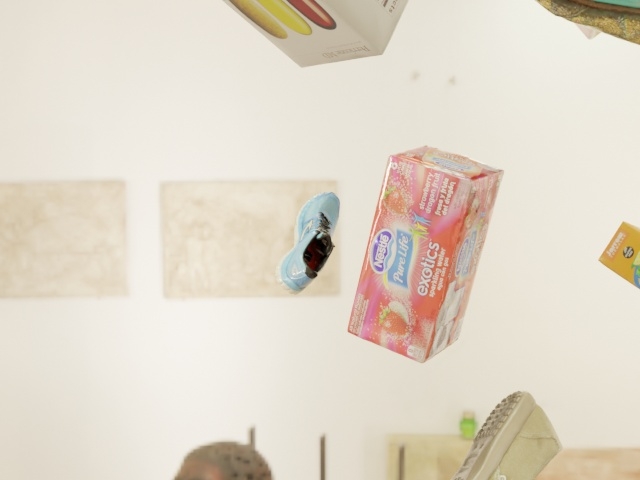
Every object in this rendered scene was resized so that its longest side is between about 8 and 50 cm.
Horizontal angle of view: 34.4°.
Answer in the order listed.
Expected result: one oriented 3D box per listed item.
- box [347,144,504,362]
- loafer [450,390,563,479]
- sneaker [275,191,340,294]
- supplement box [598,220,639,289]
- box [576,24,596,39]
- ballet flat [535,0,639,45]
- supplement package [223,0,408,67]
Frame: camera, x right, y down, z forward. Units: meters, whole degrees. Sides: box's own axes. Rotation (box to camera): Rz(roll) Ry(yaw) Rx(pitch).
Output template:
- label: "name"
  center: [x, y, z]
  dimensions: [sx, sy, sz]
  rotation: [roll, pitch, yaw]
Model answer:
- label: "box"
  center: [0.138, 0.014, 1.369]
  dimensions: [0.122, 0.257, 0.128]
  rotation: [21, 20, 24]
- label: "loafer"
  center: [0.187, 0.296, 1.158]
  dimensions: [0.092, 0.268, 0.102]
  rotation: [36, -14, 2]
- label: "sneaker"
  center: [0.000, 0.000, 1.410]
  dimensions: [0.063, 0.162, 0.073]
  rotation: [36, -35, -24]
- label: "supplement box"
  center: [0.513, 0.062, 1.471]
  dimensions: [0.080, 0.078, 0.233]
  rotation: [17, 16, -43]
- label: "box"
  center: [0.486, -0.452, 1.769]
  dimensions: [0.148, 0.127, 0.232]
  rotation: [-39, -6, 10]
- label: "ballet flat"
  center: [0.283, -0.142, 0.587]
  dimensions: [0.348, 0.123, 0.123]
  rotation: [17, 6, 16]
- label: "supplement package"
  center: [-0.034, -0.295, 0.999]
  dimensions: [0.244, 0.134, 0.139]
  rotation: [36, -19, -33]
